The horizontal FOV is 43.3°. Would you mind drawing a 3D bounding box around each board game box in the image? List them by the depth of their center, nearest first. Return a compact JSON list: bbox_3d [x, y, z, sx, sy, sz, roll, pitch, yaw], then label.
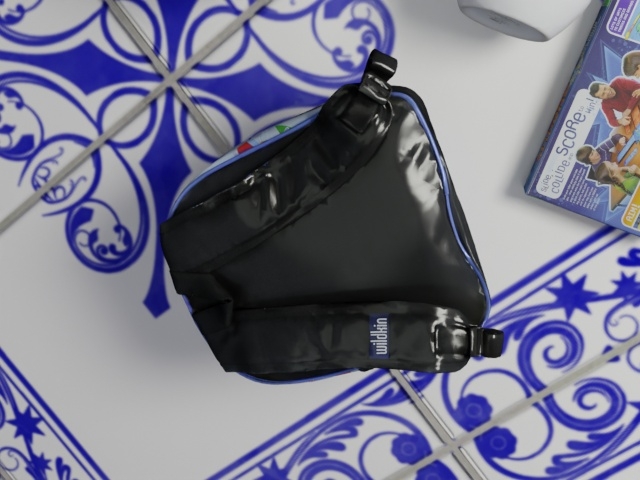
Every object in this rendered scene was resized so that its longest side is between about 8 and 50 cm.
[{"bbox_3d":[0.292,-0.114,0.748,0.136,0.035,0.201,22,108,4],"label":"board game box"}]

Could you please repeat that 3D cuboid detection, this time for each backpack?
[{"bbox_3d":[0.000,0.000,0.748,0.263,0.213,0.277,-19,95,7],"label":"backpack"}]

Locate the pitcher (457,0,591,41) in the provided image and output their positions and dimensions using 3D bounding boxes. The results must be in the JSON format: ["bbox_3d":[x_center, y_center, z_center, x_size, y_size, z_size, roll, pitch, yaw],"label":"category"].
[{"bbox_3d":[0.218,-0.272,0.683,0.177,0.125,0.207,20,98,-11],"label":"pitcher"}]
